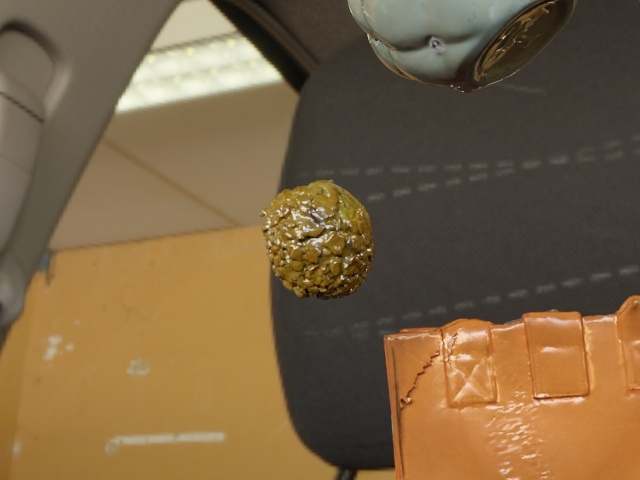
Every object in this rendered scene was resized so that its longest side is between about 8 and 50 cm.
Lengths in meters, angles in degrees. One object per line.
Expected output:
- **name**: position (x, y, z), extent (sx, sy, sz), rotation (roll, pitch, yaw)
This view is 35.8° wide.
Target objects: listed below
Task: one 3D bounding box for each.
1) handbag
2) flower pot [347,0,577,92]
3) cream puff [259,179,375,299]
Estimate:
- **handbag**: position (0.289, 0.230, 1.203), extent (0.410, 0.303, 0.116), rotation (-6, -8, 7)
- **flower pot**: position (0.148, -0.274, 1.028), extent (0.246, 0.195, 0.246), rotation (-34, -18, -13)
- **cream puff**: position (-0.003, 0.002, 1.147), extent (0.126, 0.144, 0.103), rotation (-29, 1, 14)
